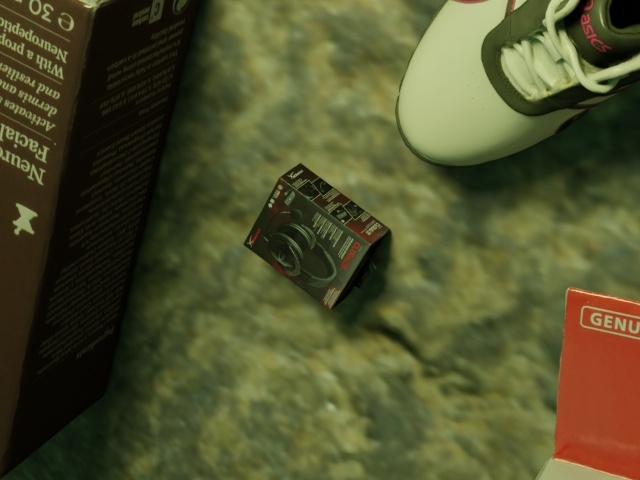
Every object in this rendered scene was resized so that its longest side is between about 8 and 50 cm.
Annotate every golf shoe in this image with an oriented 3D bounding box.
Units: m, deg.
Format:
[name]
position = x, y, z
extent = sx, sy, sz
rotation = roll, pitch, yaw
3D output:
[golf shoe]
position = 0.130, -0.115, 0.704
extent = 0.273, 0.120, 0.105
rotation = -34, 95, 37

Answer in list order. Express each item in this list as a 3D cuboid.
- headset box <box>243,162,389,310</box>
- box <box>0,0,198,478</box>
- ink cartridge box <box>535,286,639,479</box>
[headset box]
position = 0.000, 0.000, 0.879
extent = 0.083, 0.032, 0.062
rotation = 38, 124, 10
[box]
position = -0.226, -0.047, 0.918
extent = 0.191, 0.143, 0.381
rotation = 27, 124, 15
[ink cartridge box]
position = 0.268, 0.183, 0.797
extent = 0.296, 0.066, 0.261
rotation = 11, 118, 24
